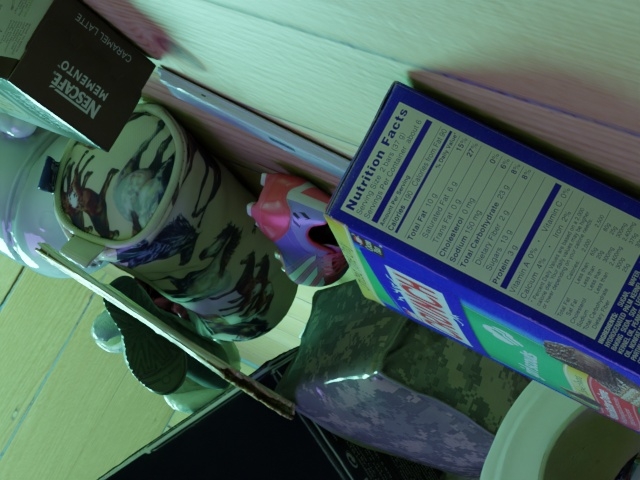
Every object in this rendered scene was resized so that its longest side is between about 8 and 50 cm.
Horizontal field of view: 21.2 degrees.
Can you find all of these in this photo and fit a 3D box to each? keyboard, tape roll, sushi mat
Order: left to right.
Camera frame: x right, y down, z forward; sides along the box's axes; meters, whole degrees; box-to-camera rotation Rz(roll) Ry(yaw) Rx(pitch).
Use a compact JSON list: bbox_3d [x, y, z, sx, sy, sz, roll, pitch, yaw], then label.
[{"bbox_3d":[-0.171,0.095,1.851,0.316,0.019,0.151,30,175,36],"label":"sushi mat"},{"bbox_3d":[-0.037,-0.095,1.590,0.256,0.014,0.072,27,176,14],"label":"keyboard"},{"bbox_3d":[0.273,0.214,1.464,0.100,0.286,0.286,35,170,-36],"label":"tape roll"}]

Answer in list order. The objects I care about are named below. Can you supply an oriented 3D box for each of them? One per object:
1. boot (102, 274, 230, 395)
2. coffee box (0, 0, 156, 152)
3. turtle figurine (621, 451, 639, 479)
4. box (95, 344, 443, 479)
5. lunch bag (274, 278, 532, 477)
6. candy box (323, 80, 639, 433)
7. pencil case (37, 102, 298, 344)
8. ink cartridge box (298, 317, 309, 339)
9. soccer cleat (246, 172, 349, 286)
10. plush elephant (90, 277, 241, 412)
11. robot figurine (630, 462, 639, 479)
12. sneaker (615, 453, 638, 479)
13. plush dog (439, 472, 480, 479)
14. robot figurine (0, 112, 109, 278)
[{"bbox_3d":[-0.173,0.145,2.096,0.189,0.076,0.208,63,-174,36],"label":"boot"},{"bbox_3d":[-0.292,-0.182,1.607,0.246,0.098,0.141,21,168,44],"label":"coffee box"},{"bbox_3d":[0.420,0.338,2.278,0.175,0.118,0.234,24,171,-16],"label":"turtle figurine"},{"bbox_3d":[-0.106,0.356,2.138,0.297,0.480,0.472,56,-165,3],"label":"box"},{"bbox_3d":[0.141,0.155,1.818,0.287,0.169,0.235,32,156,-19],"label":"lunch bag"},{"bbox_3d":[0.177,0.034,1.271,0.317,0.122,0.268,28,172,15],"label":"candy box"},{"bbox_3d":[-0.155,-0.004,1.924,0.160,0.183,0.410,38,177,27],"label":"pencil case"},{"bbox_3d":[0.102,0.177,2.559,0.165,0.065,0.333,33,170,-19],"label":"ink cartridge box"},{"bbox_3d":[0.000,0.000,1.807,0.095,0.083,0.248,20,166,23],"label":"soccer cleat"},{"bbox_3d":[-0.212,0.078,2.335,0.272,0.255,0.330,23,170,36],"label":"plush elephant"},{"bbox_3d":[0.461,0.311,1.820,0.278,0.173,0.209,27,148,12],"label":"robot figurine"},{"bbox_3d":[0.360,0.251,2.050,0.051,0.089,0.170,27,172,12],"label":"sneaker"},{"bbox_3d":[0.215,0.204,2.106,0.262,0.210,0.225,56,-167,14],"label":"plush dog"},{"bbox_3d":[-0.355,-0.080,2.074,0.353,0.200,0.300,25,157,26],"label":"robot figurine"}]
